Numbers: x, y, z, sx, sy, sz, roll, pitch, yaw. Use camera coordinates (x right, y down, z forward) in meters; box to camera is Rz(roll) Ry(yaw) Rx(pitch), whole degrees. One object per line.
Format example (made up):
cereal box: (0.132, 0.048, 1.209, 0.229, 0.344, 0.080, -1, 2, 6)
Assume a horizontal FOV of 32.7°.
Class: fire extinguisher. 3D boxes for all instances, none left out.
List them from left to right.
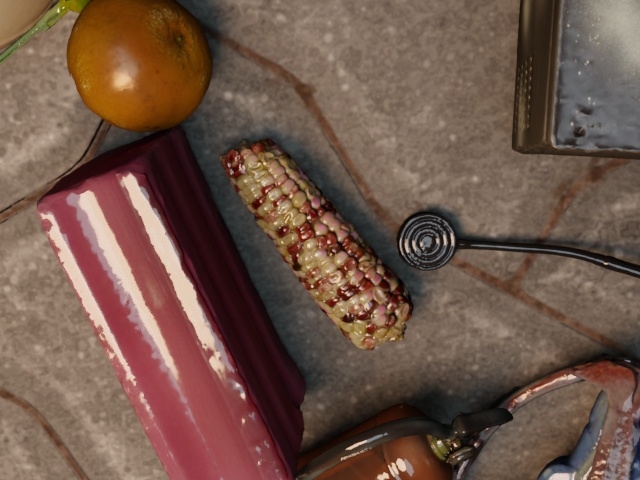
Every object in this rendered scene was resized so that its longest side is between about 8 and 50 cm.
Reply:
fire extinguisher: (0.023, 0.274, 1.185, 0.376, 0.200, 0.113, -31, 84, 18)

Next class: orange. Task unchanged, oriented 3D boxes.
orange: (-0.189, -0.183, 1.125, 0.134, 0.155, 0.155, -27, 103, 34)

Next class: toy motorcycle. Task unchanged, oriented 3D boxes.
toy motorcycle: (0.289, 0.279, 1.239, 0.182, 0.241, 0.319, 25, 100, -46)

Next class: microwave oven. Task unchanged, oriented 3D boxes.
microwave oven: (0.410, -0.186, 1.000, 0.431, 0.374, 0.237, 4, 94, 4)

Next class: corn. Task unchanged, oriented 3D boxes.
corn: (0.000, 0.000, 1.195, 0.092, 0.092, 0.281, -36, 98, 9)

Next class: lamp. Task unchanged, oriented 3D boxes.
lamp: (0.273, 0.022, 1.184, 0.371, 0.108, 0.130, 16, 100, -2)

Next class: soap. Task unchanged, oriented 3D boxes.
soap: (-0.138, 0.074, 1.142, 0.128, 0.233, 0.360, -22, 103, 9)

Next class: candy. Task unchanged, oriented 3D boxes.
candy: (-0.298, -0.233, 1.170, 0.193, 0.062, 0.058, -34, 145, 18)

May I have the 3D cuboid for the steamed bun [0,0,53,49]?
steamed bun: (-0.403, -0.337, 1.004, 0.333, 0.334, 0.374, -29, 103, 8)
